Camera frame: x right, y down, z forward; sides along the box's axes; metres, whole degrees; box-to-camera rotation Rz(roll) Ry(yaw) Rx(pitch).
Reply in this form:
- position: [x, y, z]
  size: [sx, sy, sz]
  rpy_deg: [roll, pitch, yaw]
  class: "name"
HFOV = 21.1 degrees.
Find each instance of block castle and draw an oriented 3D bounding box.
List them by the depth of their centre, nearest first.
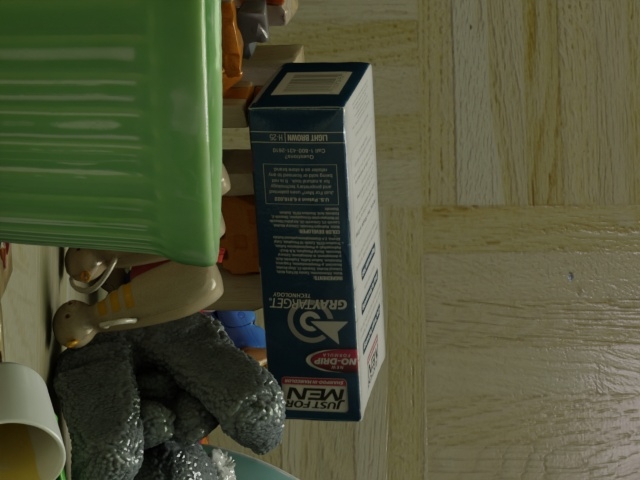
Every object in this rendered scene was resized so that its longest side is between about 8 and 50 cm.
- position: [-0.150, -0.167, 1.873]
  size: [0.303, 0.212, 0.453]
  rpy_deg: [-73, 160, -55]
  class: "block castle"

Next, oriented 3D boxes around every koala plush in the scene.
- position: [-0.146, 0.190, 1.549]
  size: [0.203, 0.196, 0.221]
  rpy_deg: [-129, -151, -47]
  class: "koala plush"

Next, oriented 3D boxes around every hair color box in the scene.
- position: [0.000, 0.000, 1.825]
  size: [0.174, 0.105, 0.347]
  rpy_deg: [-61, 150, -66]
  class: "hair color box"

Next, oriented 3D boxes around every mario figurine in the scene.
- position: [-0.178, 0.057, 2.261]
  size: [0.170, 0.198, 0.321]
  rpy_deg: [1, 59, -52]
  class: "mario figurine"

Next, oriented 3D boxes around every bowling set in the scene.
- position: [-0.185, -0.054, 1.548]
  size: [0.287, 0.154, 0.200]
  rpy_deg: [-91, 161, -67]
  class: "bowling set"

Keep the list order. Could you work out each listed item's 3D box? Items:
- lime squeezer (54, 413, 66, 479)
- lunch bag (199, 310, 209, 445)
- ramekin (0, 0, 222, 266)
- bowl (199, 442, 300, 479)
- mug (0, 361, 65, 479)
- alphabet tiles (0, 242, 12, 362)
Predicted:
- position: [-0.201, 0.298, 1.364]
  size: [0.110, 0.058, 0.310]
  rpy_deg: [93, -4, -61]
  class: "lime squeezer"
- position: [-0.201, 0.182, 2.126]
  size: [0.293, 0.120, 0.258]
  rpy_deg: [95, -9, -53]
  class: "lunch bag"
- position: [-0.136, -0.135, 1.010]
  size: [0.303, 0.148, 0.303]
  rpy_deg: [179, -90, -88]
  class: "ramekin"
- position: [-0.122, 0.388, 1.980]
  size: [0.311, 0.311, 0.163]
  rpy_deg: [92, 16, -52]
  class: "bowl"
- position: [-0.186, 0.107, 0.988]
  size: [0.062, 0.078, 0.064]
  rpy_deg: [49, 16, -38]
  class: "mug"
- position: [-0.216, -0.039, 1.042]
  size: [0.285, 0.011, 0.343]
  rpy_deg: [-97, -173, -71]
  class: "alphabet tiles"
